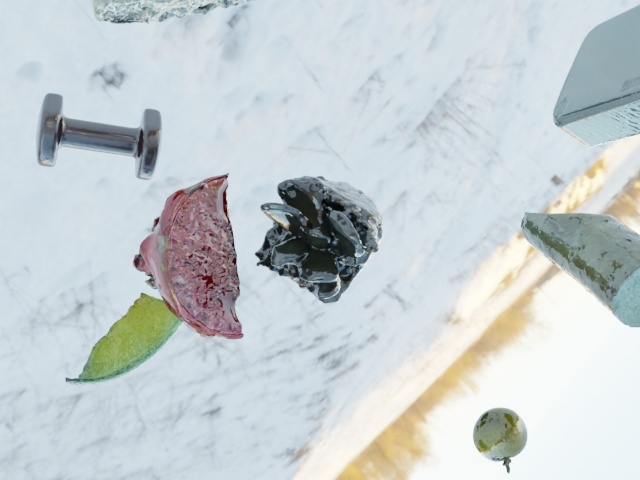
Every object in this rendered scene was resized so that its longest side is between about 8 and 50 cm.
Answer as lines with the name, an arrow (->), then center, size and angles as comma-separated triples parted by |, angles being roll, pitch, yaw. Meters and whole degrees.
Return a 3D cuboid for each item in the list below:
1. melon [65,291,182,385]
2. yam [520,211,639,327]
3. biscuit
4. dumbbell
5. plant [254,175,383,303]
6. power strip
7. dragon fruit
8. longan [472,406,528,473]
melon -> -0.355, 0.185, 1.440 | 0.261, 0.114, 0.053 | -40, -172, -34
yam -> 0.351, 0.016, 0.994 | 0.106, 0.106, 0.259 | -48, -156, 10
biscuit -> -0.193, -0.397, 1.116 | 0.281, 0.179, 0.084 | -11, 158, -14
dumbbell -> -0.415, -0.194, 1.466 | 0.225, 0.140, 0.124 | 8, 129, -18
plant -> 0.000, 0.000, 1.317 | 0.188, 0.199, 0.276 | -58, 171, 14
power strip -> 0.325, -0.191, 0.682 | 0.194, 0.059, 0.265 | -65, -166, -10
dragon fruit -> -0.228, 0.039, 1.240 | 0.134, 0.262, 0.211 | -5, 174, -34
longan -> 0.233, 0.257, 1.002 | 0.075, 0.083, 0.075 | -12, 160, -5
